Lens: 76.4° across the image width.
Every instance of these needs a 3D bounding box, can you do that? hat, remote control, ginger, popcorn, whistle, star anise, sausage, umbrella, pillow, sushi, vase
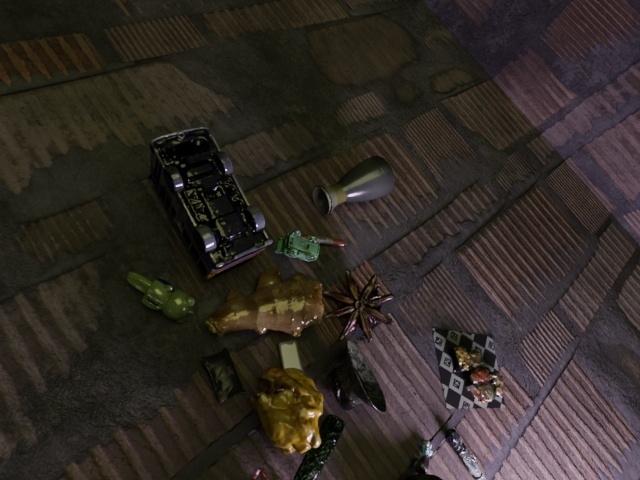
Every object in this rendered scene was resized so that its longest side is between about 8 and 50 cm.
[{"bbox_3d":[0.097,0.453,1.282,0.128,0.265,0.266,-31,77,4],"label":"hat"},{"bbox_3d":[-0.080,0.447,1.282,0.067,0.029,0.261,-7,66,-18],"label":"remote control"},{"bbox_3d":[-0.172,0.187,1.295,0.375,0.166,0.237,7,71,-27],"label":"ginger"},{"bbox_3d":[-0.085,0.468,1.147,0.190,0.191,0.254,-30,70,-19],"label":"popcorn"},{"bbox_3d":[-0.476,0.164,1.215,0.227,0.105,0.085,32,26,-2],"label":"whistle"},{"bbox_3d":[0.135,0.235,1.451,0.271,0.102,0.272,-1,74,4],"label":"star anise"},{"bbox_3d":[0.000,0.000,1.540,0.222,0.029,0.030,8,62,-20],"label":"sausage"},{"bbox_3d":[0.495,0.726,1.376,0.050,0.046,0.188,-32,81,-13],"label":"umbrella"},{"bbox_3d":[-0.287,0.397,1.203,0.090,0.048,0.150,-19,71,-27],"label":"pillow"},{"bbox_3d":[0.581,0.477,1.535,0.293,0.059,0.293,8,62,-19],"label":"sushi"},{"bbox_3d":[0.129,-0.211,1.635,0.321,0.173,0.173,-27,77,-25],"label":"vase"}]

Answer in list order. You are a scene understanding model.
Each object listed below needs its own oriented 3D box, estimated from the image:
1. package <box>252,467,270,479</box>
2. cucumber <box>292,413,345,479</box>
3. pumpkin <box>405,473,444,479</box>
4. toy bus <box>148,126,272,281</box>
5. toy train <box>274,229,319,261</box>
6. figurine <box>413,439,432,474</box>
[{"bbox_3d":[-0.128,0.779,1.045,0.223,0.108,0.288,32,45,-4],"label":"package"},{"bbox_3d":[-0.017,0.628,1.158,0.067,0.067,0.293,43,42,2],"label":"cucumber"},{"bbox_3d":[0.318,0.810,1.193,0.223,0.157,0.224,18,56,-27],"label":"pumpkin"},{"bbox_3d":[-0.367,-0.114,1.308,0.209,0.249,0.440,-27,83,-32],"label":"toy bus"},{"bbox_3d":[-0.081,0.025,1.469,0.149,0.081,0.099,19,58,-20],"label":"toy train"},{"bbox_3d":[0.336,0.708,1.321,0.106,0.047,0.060,-52,127,-41],"label":"figurine"}]
